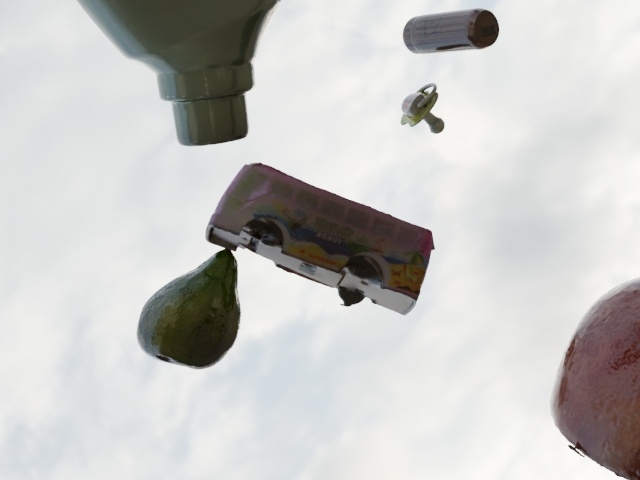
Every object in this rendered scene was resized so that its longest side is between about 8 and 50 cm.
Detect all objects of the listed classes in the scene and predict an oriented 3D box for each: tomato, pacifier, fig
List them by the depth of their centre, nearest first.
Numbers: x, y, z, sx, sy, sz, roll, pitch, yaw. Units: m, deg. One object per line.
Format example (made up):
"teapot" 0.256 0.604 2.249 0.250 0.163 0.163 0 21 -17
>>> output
"tomato" 0.392 0.115 1.255 0.338 0.338 0.144 -18 -57 -41
"fig" -0.154 0.080 1.606 0.123 0.123 0.156 16 -89 -51
"pacifier" 0.143 -0.171 1.743 0.064 0.083 0.068 41 -94 -18

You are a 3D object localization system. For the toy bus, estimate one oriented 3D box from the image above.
"toy bus" 0.000 0.000 1.627 0.090 0.274 0.112 118 173 -71

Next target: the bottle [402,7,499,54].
"bottle" 0.167 -0.270 1.693 0.053 0.140 0.053 -3 -85 -37

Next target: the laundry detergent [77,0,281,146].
"laundry detergent" -0.136 -0.279 1.116 0.264 0.125 0.398 -8 -79 -7
